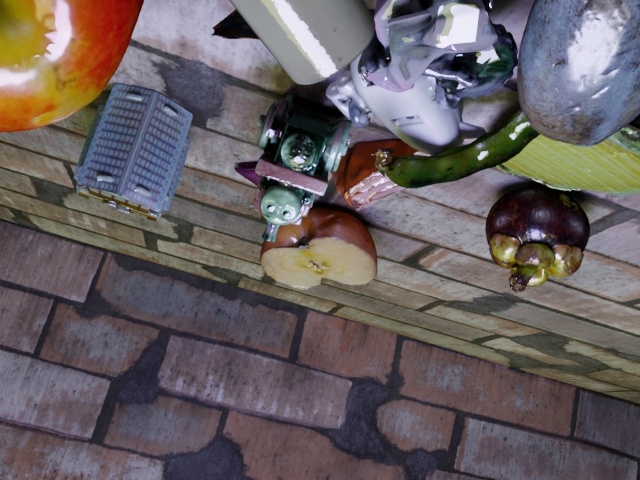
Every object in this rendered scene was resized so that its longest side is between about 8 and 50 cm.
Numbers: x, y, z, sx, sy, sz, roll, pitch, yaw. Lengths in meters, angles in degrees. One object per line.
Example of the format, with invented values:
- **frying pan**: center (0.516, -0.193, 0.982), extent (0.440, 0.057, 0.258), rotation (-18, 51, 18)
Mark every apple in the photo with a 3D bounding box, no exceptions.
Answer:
- **apple**: center (0.000, 0.000, 1.649), extent (0.293, 0.163, 0.251), rotation (-6, 146, 19)

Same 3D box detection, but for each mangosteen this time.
- **mangosteen**: center (0.404, 0.005, 1.250), extent (0.192, 0.217, 0.192), rotation (16, 157, 7)

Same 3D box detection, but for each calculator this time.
- **calculator**: center (-0.094, -0.144, 1.497), extent (0.190, 0.034, 0.127), rotation (-2, 154, 41)

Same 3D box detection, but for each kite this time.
- **kite**: center (-0.050, -0.268, 0.827), extent (0.241, 0.183, 0.014), rotation (39, 141, 41)

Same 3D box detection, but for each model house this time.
- **model house**: center (-0.380, -0.165, 1.340), extent (0.198, 0.224, 0.215), rotation (20, 163, -14)

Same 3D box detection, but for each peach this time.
- **peach**: center (-0.364, -0.306, 0.693), extent (0.388, 0.388, 0.388), rotation (13, 163, 4)

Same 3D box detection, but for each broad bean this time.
- **broad bean**: center (0.211, -0.133, 0.925), extent (0.292, 0.049, 0.144), rotation (-19, 157, -4)

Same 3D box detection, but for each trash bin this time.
- **trash bin**: center (-0.071, -0.294, 0.632), extent (0.247, 0.121, 0.243), rotation (50, -174, -36)

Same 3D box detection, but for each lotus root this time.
- **lotus root**: center (0.295, -0.226, 0.680), extent (0.158, 0.140, 0.322), rotation (-4, 147, 5)

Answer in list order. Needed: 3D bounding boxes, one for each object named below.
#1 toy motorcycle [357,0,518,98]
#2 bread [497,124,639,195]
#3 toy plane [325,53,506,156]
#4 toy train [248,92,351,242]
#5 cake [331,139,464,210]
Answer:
- **toy motorcycle**: center (0.101, -0.276, 0.720), extent (0.188, 0.143, 0.327), rotation (-8, 141, 22)
- **bread**: center (0.411, -0.133, 1.057), extent (0.301, 0.045, 0.301), rotation (15, 171, 2)
- **toy plane**: center (0.137, -0.210, 0.948), extent (0.267, 0.122, 0.267), rotation (11, 161, 4)
- **toy train**: center (-0.044, -0.122, 1.108), extent (0.150, 0.221, 0.304), rotation (20, -165, -3)
- **cake**: center (0.145, -0.131, 1.229), extent (0.287, 0.135, 0.098), rotation (-9, 138, 33)
